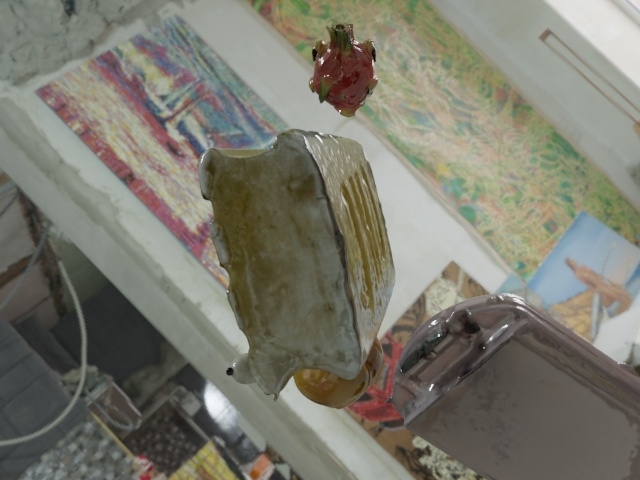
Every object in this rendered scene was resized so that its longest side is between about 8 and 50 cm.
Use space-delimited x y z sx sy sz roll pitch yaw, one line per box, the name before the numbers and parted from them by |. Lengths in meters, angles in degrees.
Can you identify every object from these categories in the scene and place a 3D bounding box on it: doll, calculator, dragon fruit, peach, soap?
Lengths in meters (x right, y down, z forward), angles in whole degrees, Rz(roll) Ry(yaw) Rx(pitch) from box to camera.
doll | -0.052 0.094 0.561 0.040 0.058 0.085 2 74 55
calculator | 0.120 0.096 0.319 0.100 0.175 0.032 -52 7 35
dragon fruit | 0.030 -0.209 0.752 0.116 0.086 0.081 101 -174 -51
peach | 0.027 0.177 0.922 0.138 0.138 0.138 -45 -4 -4
soap | 0.000 0.000 0.524 0.089 0.174 0.274 -14 6 12
